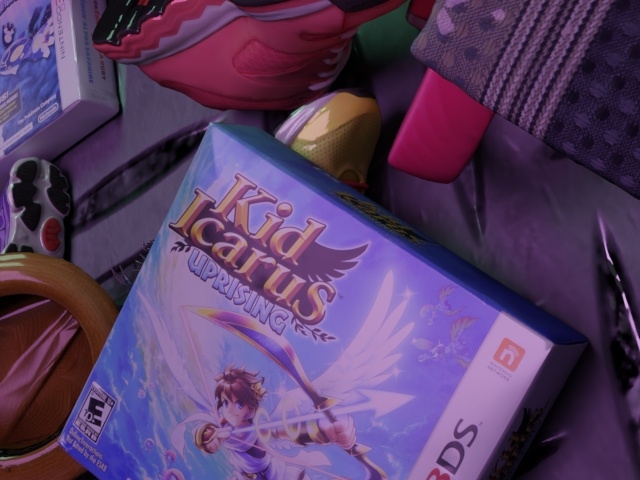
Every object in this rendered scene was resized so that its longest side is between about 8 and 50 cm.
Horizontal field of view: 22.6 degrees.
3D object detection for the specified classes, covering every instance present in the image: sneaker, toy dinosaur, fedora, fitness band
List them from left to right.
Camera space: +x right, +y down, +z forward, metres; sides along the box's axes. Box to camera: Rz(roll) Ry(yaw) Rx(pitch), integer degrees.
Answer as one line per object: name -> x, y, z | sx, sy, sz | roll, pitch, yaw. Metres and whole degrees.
sneaker -> -0.245, 0.017, 1.330 | 0.071, 0.068, 0.169 | -31, 48, 55
fedora -> -0.225, 0.098, 1.236 | 0.194, 0.079, 0.194 | 1, 97, 10
toy dinosaur -> -0.127, 0.037, 1.207 | 0.090, 0.047, 0.082 | 38, 126, 34
sneaker -> -0.016, -0.155, 1.074 | 0.314, 0.136, 0.116 | -5, 53, 50
sneaker -> 0.000, 0.000, 1.063 | 0.094, 0.081, 0.208 | 36, 112, 37
fitness band -> 0.100, -0.174, 0.923 | 0.209, 0.054, 0.290 | -83, 12, -71

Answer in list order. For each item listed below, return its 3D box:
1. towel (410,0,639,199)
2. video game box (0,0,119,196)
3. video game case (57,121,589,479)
towel -> 0.243, -0.151, 0.756 | 0.312, 0.056, 0.324 | 32, 110, 12
video game box -> -0.259, -0.152, 1.390 | 0.205, 0.048, 0.187 | -30, 56, 37
video game case -> -0.010, 0.095, 0.990 | 0.269, 0.061, 0.244 | 33, 104, 25
